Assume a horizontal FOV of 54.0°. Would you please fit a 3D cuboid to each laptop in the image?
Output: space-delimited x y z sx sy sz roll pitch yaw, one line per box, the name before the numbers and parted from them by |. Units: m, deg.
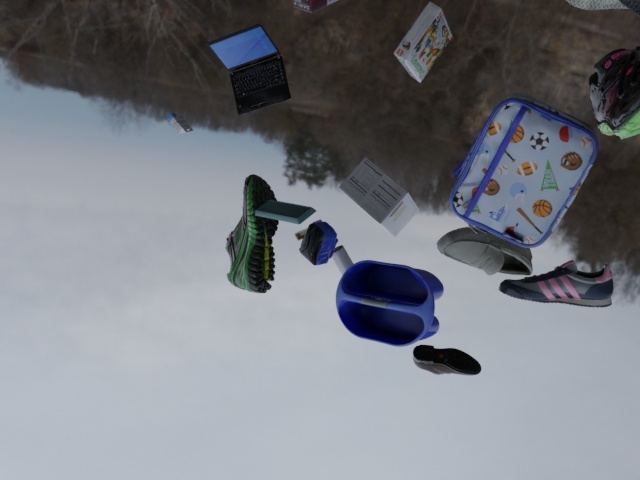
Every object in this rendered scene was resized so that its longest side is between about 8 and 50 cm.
laptop | -0.264 -0.629 2.339 0.235 0.264 0.137 -12 -179 24

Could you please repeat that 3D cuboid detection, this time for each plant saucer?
plant saucer | -0.097 -0.078 1.657 0.192 0.018 0.067 14 -135 46

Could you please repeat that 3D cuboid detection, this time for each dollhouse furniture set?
dollhouse furniture set | -0.034 -0.003 2.253 0.114 0.091 0.081 -20 -158 20

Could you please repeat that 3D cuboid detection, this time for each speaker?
speaker | 0.085 0.087 2.116 0.136 0.055 0.055 59 -176 -11

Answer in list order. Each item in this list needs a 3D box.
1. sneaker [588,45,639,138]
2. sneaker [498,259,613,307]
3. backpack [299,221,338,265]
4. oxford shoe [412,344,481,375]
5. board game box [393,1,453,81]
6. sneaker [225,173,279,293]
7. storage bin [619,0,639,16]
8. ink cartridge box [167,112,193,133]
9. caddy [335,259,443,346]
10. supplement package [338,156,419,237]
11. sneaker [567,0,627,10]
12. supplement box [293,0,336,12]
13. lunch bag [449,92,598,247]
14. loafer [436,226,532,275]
sneaker | 0.757 -0.370 1.542 0.202 0.185 0.483 60 -172 -4
sneaker | 0.691 0.115 1.848 0.319 0.131 0.112 3 -167 9
backpack | 0.000 0.000 1.951 0.101 0.120 0.098 -14 -139 -43
oxford shoe | 0.423 0.412 2.107 0.227 0.096 0.082 12 -130 15
board game box | 0.349 -0.655 2.104 0.053 0.193 0.305 39 -168 14
sneaker | -0.215 -0.023 1.820 0.146 0.343 0.134 4 177 27
storage bin | 0.709 -0.486 1.262 0.122 0.084 0.180 -30 -111 -32
ink cartridge box | -0.478 -0.395 2.144 0.083 0.028 0.048 50 -150 4
caddy | 0.205 0.185 1.894 0.342 0.241 0.179 7 -178 37
supplement package | 0.213 -0.146 2.227 0.204 0.145 0.262 43 -175 20
sneaker | 0.920 -0.811 2.009 0.294 0.102 0.146 11 -134 13
supplement box | -0.010 -0.732 1.624 0.073 0.239 0.130 31 -128 32
lunch bag | 0.413 -0.141 1.321 0.243 0.303 0.115 28 -151 9
loafer | 0.462 0.037 1.727 0.320 0.112 0.111 6 -129 -27
